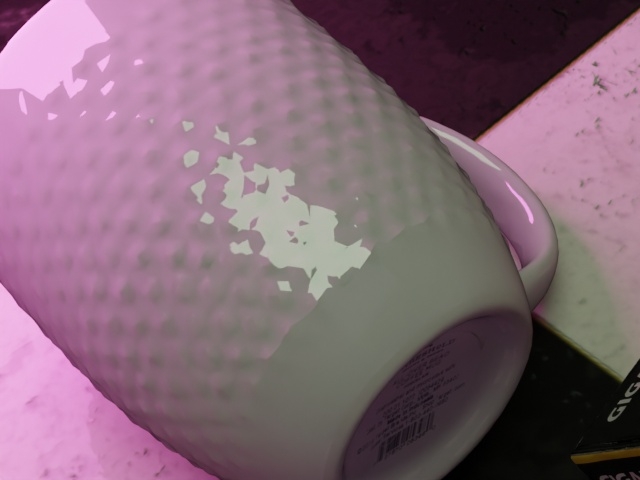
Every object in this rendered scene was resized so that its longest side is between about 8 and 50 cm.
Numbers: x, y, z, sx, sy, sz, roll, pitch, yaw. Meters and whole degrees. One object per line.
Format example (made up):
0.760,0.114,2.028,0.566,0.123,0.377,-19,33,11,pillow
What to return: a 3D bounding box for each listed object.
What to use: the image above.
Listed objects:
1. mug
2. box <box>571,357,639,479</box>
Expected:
0.000,0.000,1.066,0.374,0.276,0.328,-16,46,-41,mug
0.322,0.025,0.954,0.322,0.079,0.257,-49,12,-24,box
